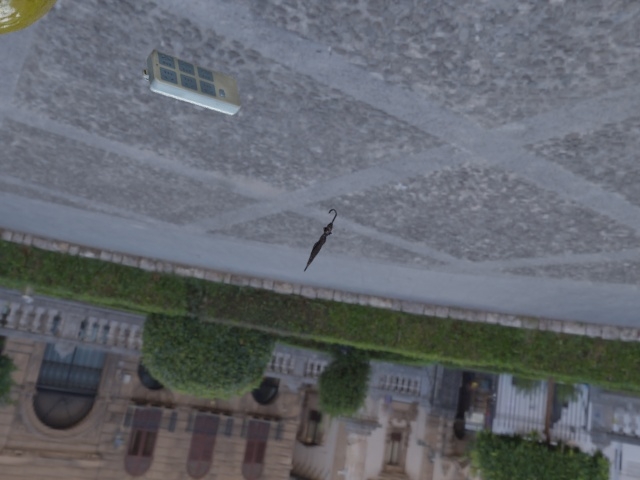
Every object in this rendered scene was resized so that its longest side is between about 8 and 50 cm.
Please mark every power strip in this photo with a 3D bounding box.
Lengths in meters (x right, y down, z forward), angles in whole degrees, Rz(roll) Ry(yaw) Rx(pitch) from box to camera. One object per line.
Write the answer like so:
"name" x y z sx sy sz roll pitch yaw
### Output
"power strip" -0.233 -0.289 1.122 0.192 0.081 0.035 10 141 -37

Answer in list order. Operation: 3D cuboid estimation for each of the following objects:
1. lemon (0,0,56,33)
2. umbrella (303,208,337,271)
"lemon" -0.448 -0.381 0.781 0.228 0.228 0.253 14 -170 -17
"umbrella" 0.002 0.001 1.024 0.022 0.122 0.013 31 163 -22
